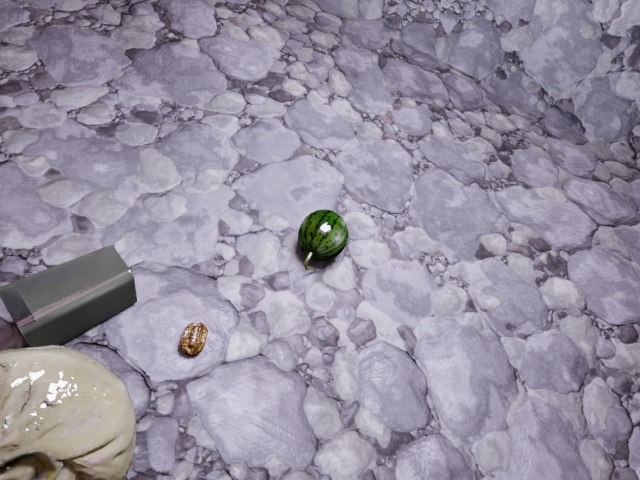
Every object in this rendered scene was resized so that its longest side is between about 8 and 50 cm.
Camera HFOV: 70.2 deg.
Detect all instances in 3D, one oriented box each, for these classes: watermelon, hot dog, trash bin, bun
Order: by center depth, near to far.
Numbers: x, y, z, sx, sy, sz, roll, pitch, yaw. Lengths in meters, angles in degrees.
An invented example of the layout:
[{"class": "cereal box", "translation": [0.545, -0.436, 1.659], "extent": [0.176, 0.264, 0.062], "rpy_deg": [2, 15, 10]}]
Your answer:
[{"class": "bun", "translation": [-0.477, 0.345, 0.759], "extent": [0.326, 0.235, 0.361], "rpy_deg": [-36, 108, -29]}, {"class": "trash bin", "translation": [-0.554, 0.131, 1.026], "extent": [0.241, 0.164, 0.122], "rpy_deg": [-29, 69, -34]}, {"class": "hot dog", "translation": [-0.303, 0.235, 1.097], "extent": [0.058, 0.035, 0.083], "rpy_deg": [10, 54, -5]}, {"class": "watermelon", "translation": [0.000, 0.000, 1.284], "extent": [0.141, 0.140, 0.187], "rpy_deg": [26, 57, 3]}]
